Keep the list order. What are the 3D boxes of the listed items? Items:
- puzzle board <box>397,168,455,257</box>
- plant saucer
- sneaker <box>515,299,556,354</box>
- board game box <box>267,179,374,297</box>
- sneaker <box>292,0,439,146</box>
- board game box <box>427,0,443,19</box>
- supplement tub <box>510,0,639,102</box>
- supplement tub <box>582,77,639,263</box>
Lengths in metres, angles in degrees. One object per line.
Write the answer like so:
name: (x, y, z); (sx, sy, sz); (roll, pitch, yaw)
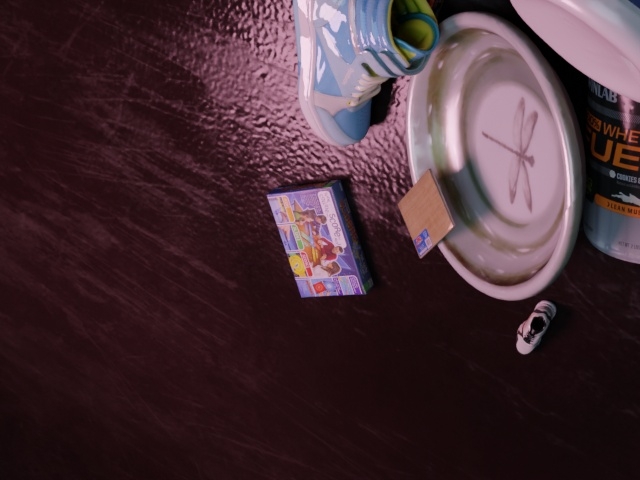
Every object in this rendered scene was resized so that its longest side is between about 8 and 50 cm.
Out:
puzzle board: (0.161, -0.040, 1.554); (0.096, 0.011, 0.128); (69, 156, 16)
plant saucer: (0.257, -0.120, 1.429); (0.400, 0.100, 0.400); (42, 139, 52)
sneaker: (0.334, 0.143, 1.627); (0.040, 0.044, 0.109); (29, 129, 13)
board game box: (0.000, 0.000, 1.762); (0.136, 0.035, 0.201); (-4, 113, 34)
sneaker: (0.076, -0.244, 1.479); (0.208, 0.127, 0.319); (23, 143, 30)
board game box: (0.104, -0.399, 1.467); (0.170, 0.048, 0.141); (29, 126, 16)
supplement tub: (0.374, -0.327, 1.080); (0.228, 0.228, 0.316); (39, 93, 8)
supplement tub: (0.436, -0.143, 1.308); (0.193, 0.193, 0.316); (9, 119, 28)
